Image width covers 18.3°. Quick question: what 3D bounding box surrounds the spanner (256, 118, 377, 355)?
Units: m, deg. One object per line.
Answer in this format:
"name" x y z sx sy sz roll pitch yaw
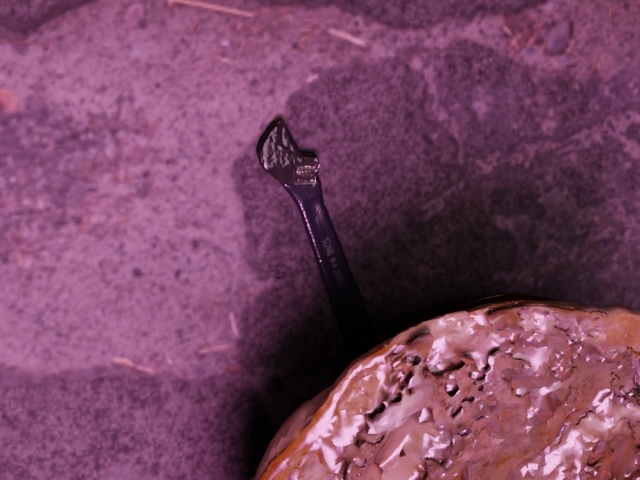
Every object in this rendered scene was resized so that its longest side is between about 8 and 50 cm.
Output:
"spanner" 0.000 0.000 1.566 0.046 0.012 0.208 -27 111 -16

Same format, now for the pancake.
"pancake" 0.134 0.204 1.510 0.382 0.071 0.382 -8 118 -15

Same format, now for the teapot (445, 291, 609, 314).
"teapot" 0.123 0.109 1.592 0.252 0.135 0.178 -13 137 -2
